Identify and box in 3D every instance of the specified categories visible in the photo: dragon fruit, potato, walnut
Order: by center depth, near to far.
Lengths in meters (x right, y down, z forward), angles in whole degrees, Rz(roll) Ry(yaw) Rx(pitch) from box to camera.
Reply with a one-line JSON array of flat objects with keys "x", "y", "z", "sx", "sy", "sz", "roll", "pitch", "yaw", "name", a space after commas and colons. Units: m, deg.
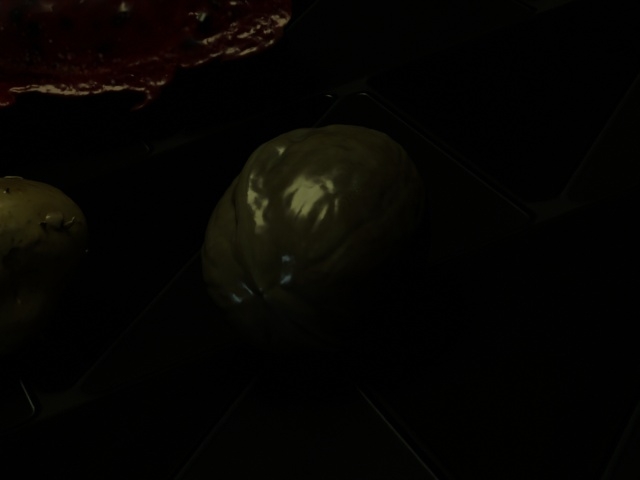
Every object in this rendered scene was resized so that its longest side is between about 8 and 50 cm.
[{"x": -0.001, "y": -0.001, "z": 1.153, "sx": 0.140, "sy": 0.140, "sz": 0.162, "roll": 1, "pitch": 19, "yaw": 30, "name": "walnut"}, {"x": -0.263, "y": 0.032, "z": 1.254, "sx": 0.234, "sy": 0.128, "sz": 0.161, "roll": -19, "pitch": 10, "yaw": 2, "name": "potato"}, {"x": -0.189, "y": -0.163, "z": 1.646, "sx": 0.329, "sy": 0.228, "sz": 0.286, "roll": -40, "pitch": -3, "yaw": -8, "name": "dragon fruit"}]
